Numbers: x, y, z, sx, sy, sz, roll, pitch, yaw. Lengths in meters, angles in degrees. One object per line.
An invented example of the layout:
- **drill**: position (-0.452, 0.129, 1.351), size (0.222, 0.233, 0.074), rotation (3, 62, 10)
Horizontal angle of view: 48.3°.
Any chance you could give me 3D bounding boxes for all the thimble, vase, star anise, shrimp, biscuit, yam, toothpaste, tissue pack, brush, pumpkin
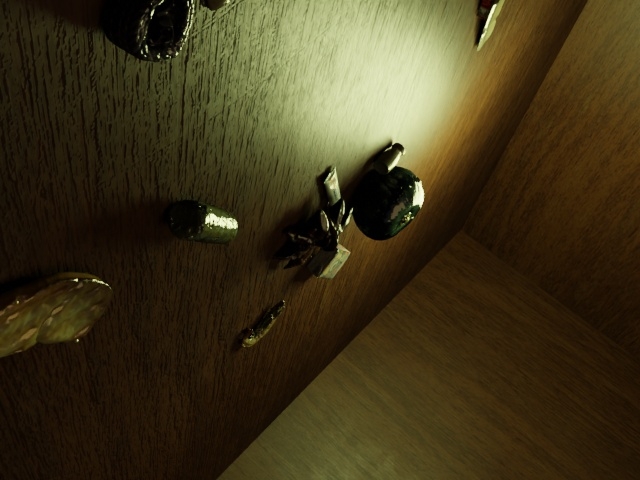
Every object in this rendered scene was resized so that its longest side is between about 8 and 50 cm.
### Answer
- **thimble**: position (-0.203, -0.267, 0.842), size (0.095, 0.066, 0.104), rotation (-37, 156, -45)
- **vase**: position (0.198, -0.234, 2.031), size (0.101, 0.053, 0.053), rotation (-46, 163, -33)
- **star anise**: position (0.000, 0.000, 1.879), size (0.272, 0.102, 0.272), rotation (-35, 160, -15)
- **shrimp**: position (-0.175, 0.243, 2.081), size (0.178, 0.034, 0.124), rotation (-52, 158, 17)
- **biscuit**: position (-0.429, 0.112, 1.073), size (0.154, 0.045, 0.299), rotation (-55, 163, 14)
- **yam**: position (-0.210, -0.030, 1.308), size (0.078, 0.078, 0.179), rotation (-54, 163, 6)
- **toothpaste**: position (0.032, -0.124, 1.857), size (0.052, 0.033, 0.218), rotation (-56, 163, -15)
- **tissue pack**: position (0.027, 0.061, 2.182), size (0.109, 0.060, 0.148), rotation (-52, 163, 6)
- **brush**: position (0.454, -0.606, 1.953), size (0.060, 0.050, 0.321), rotation (-54, 172, -2)
- **pumpkin**: position (0.200, -0.108, 2.109), size (0.233, 0.163, 0.233), rotation (-44, 161, -20)

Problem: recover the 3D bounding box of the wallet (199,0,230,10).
- **wallet**: position (-0.101, -0.376, 0.932), size (0.152, 0.039, 0.118), rotation (-42, 159, -20)
